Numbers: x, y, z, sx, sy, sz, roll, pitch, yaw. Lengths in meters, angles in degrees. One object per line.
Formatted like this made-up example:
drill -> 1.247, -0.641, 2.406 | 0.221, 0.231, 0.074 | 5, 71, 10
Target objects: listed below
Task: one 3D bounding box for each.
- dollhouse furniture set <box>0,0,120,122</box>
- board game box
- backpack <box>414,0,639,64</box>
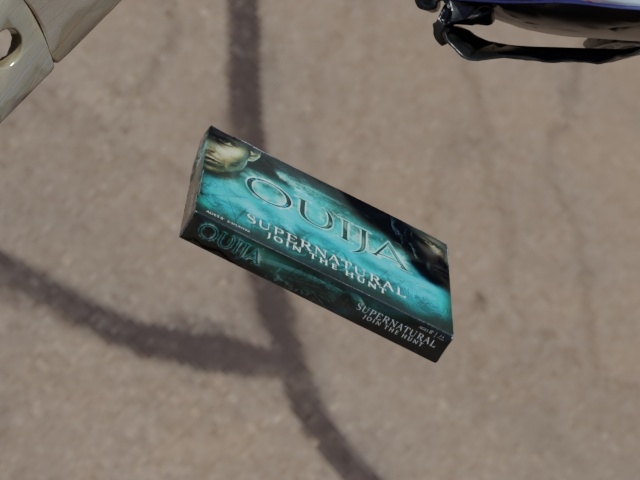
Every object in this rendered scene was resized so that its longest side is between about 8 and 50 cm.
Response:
dollhouse furniture set -> -0.206, -0.171, 1.008 | 0.129, 0.184, 0.129 | 25, 63, 36
board game box -> 0.000, 0.000, 1.299 | 0.186, 0.026, 0.126 | 26, 26, -13
backpack -> 0.270, -0.247, 1.719 | 0.276, 0.213, 0.263 | -3, 15, -45
